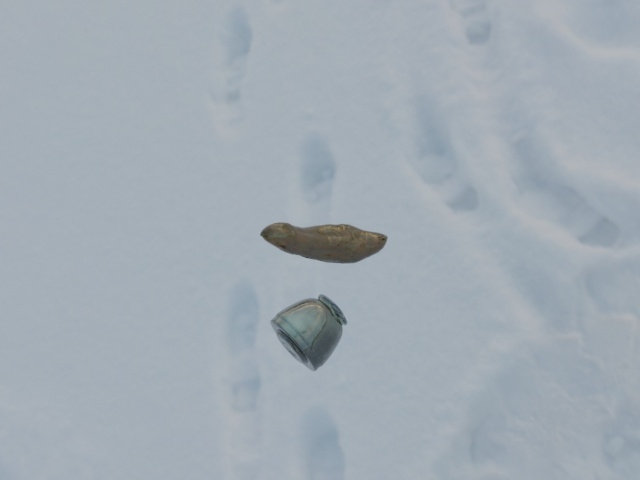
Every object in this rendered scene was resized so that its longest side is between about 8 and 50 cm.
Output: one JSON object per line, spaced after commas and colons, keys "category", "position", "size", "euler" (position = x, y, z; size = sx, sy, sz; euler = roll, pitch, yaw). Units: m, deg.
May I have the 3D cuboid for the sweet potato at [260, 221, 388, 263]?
{"category": "sweet potato", "position": [-0.001, 0.001, 1.207], "size": [0.054, 0.182, 0.053], "euler": [56, 133, 46]}

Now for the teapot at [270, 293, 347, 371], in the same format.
{"category": "teapot", "position": [-0.010, 0.147, 1.511], "size": [0.108, 0.149, 0.111], "euler": [-40, 71, -13]}
